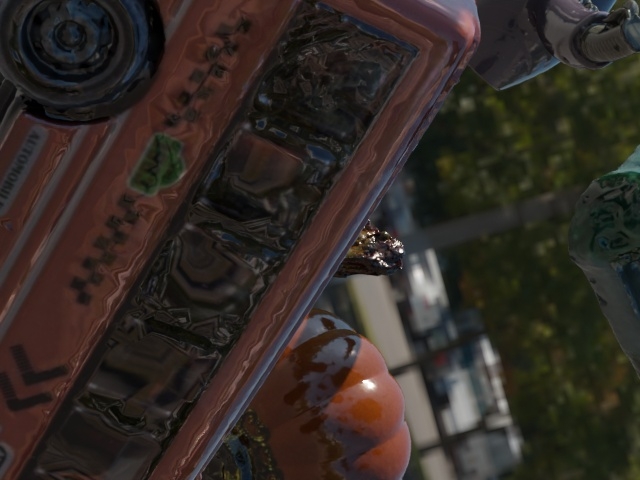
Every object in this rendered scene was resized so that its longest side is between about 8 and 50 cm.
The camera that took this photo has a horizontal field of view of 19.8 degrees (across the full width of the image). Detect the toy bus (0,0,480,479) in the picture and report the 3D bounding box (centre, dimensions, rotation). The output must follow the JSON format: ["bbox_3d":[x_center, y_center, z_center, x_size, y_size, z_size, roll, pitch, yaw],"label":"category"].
[{"bbox_3d":[-0.107,-0.017,0.976,0.427,0.233,0.203,-58,-162,23],"label":"toy bus"}]

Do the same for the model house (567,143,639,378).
[{"bbox_3d":[0.410,0.028,1.311,0.329,0.251,0.295,9,-41,45],"label":"model house"}]

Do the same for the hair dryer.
[{"bbox_3d":[0.259,-0.227,1.638,0.121,0.301,0.361,41,14,-17],"label":"hair dryer"}]

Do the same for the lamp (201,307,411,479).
[{"bbox_3d":[-0.023,0.164,1.597,0.223,0.196,0.223,22,-58,41],"label":"lamp"}]

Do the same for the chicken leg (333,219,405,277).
[{"bbox_3d":[-0.002,0.003,1.453,0.037,0.145,0.062,75,28,-42],"label":"chicken leg"}]
